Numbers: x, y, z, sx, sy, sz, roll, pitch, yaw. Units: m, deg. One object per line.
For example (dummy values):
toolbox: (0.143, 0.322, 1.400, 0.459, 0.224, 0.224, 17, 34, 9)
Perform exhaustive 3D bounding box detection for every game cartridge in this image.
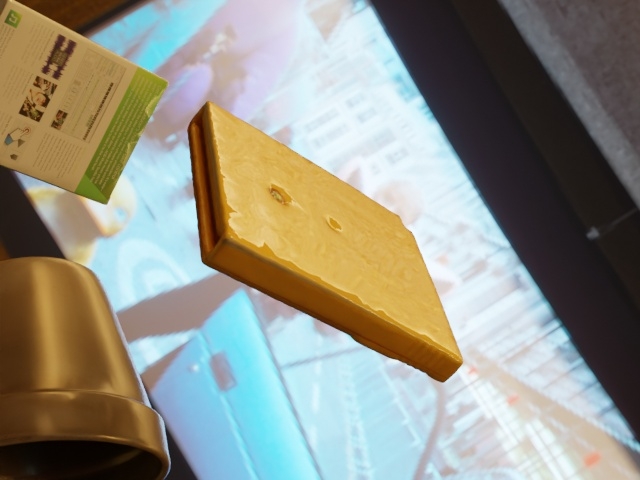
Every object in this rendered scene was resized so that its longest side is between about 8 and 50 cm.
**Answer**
game cartridge: (0.000, 0.000, 1.187, 0.324, 0.052, 0.285, 31, 25, -27)

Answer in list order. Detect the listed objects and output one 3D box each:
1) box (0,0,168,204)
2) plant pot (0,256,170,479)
box: (-0.410, -0.207, 1.613, 0.058, 0.232, 0.322, 31, 5, 42)
plant pot: (-0.369, 0.186, 1.379, 0.323, 0.323, 0.280, 69, 10, -61)
